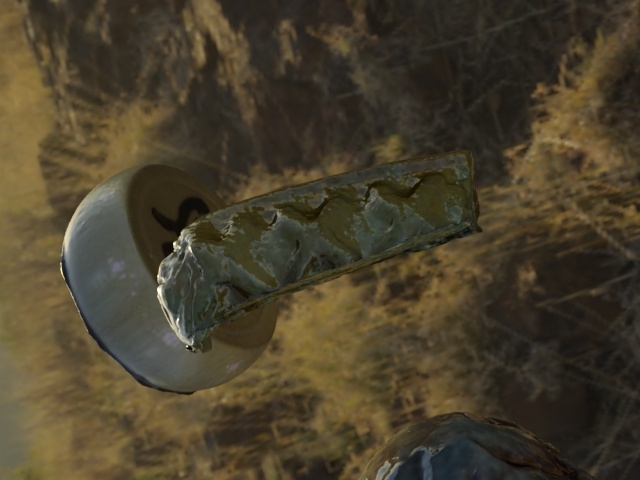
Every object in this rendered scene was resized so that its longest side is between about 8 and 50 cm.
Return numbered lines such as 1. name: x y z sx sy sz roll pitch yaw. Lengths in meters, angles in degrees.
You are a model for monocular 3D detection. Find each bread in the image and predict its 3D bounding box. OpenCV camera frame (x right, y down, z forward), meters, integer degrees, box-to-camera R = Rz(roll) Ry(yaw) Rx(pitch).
1. bread: 0.000 0.000 0.815 0.128 0.232 0.088 -12 -99 -87

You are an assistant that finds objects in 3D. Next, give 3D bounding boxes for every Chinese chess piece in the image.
1. Chinese chess piece: -0.160 0.040 1.315 0.104 0.257 0.257 -34 70 24

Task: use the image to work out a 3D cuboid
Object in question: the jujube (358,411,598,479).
1. jujube: 0.105 0.275 0.875 0.215 0.246 0.308 -3 60 37
